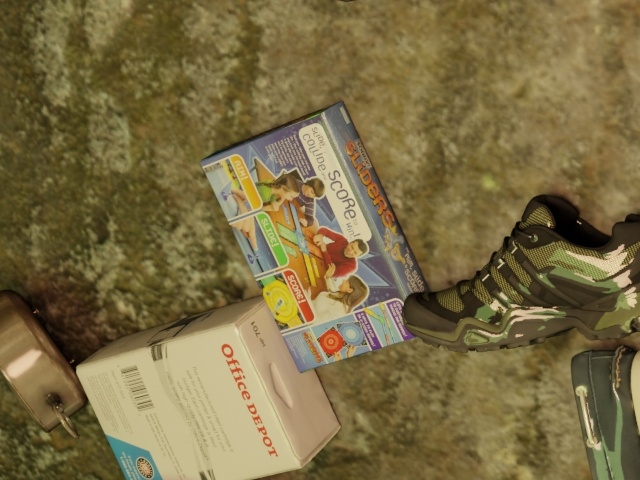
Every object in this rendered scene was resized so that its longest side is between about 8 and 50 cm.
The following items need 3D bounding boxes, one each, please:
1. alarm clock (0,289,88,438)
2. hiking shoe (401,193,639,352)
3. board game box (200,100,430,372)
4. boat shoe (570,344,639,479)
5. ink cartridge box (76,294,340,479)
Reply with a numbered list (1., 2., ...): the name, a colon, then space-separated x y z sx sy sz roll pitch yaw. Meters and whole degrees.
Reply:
1. alarm clock: -0.252 0.116 1.737 0.192 0.064 0.129 51 172 48
2. hiking shoe: 0.165 0.022 1.506 0.227 0.086 0.114 -8 93 27
3. board game box: 0.000 0.000 1.610 0.136 0.035 0.201 -19 100 35
4. boat shoe: 0.244 0.206 1.517 0.079 0.095 0.254 -3 107 30
5. ink cartridge box: -0.099 0.139 1.697 0.191 0.082 0.139 -17 101 34
